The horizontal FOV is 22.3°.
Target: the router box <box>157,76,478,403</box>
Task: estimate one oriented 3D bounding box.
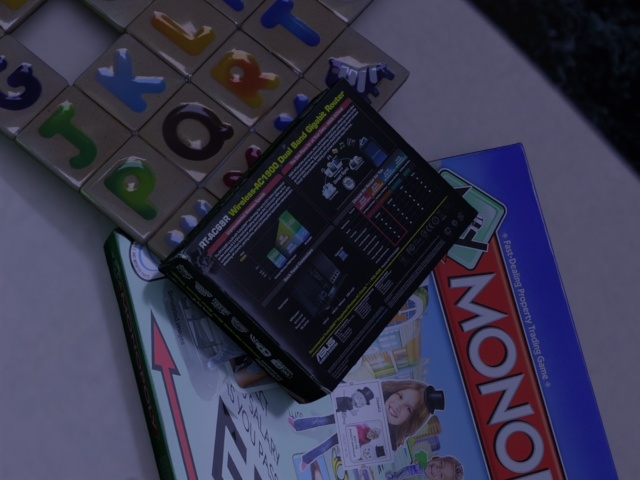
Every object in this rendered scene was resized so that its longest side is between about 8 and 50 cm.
[{"bbox_3d":[0.000,0.000,0.739,0.092,0.038,0.122,45,65,-8],"label":"router box"}]

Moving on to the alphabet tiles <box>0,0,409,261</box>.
[{"bbox_3d":[-0.056,-0.115,0.798,0.198,0.009,0.237,38,65,6],"label":"alphabet tiles"}]

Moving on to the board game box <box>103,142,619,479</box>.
[{"bbox_3d":[0.037,0.127,0.776,0.213,0.046,0.317,-13,82,-16],"label":"board game box"}]
